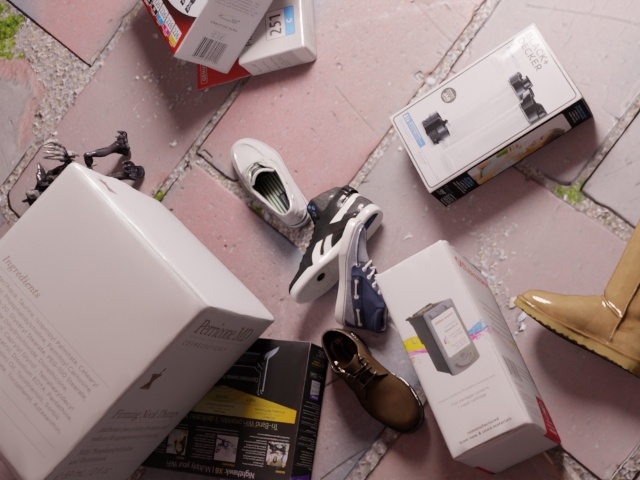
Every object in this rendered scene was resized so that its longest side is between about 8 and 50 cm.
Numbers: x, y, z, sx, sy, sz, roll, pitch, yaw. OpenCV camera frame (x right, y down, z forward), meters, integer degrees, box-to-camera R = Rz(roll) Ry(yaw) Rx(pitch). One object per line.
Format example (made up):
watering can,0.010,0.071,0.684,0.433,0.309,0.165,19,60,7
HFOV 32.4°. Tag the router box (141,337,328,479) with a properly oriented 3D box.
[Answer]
router box,-0.152,0.288,1.895,0.308,0.081,0.243,3,76,27

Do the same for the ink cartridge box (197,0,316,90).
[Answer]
ink cartridge box,-0.144,-0.460,2.125,0.261,0.066,0.296,-12,70,22

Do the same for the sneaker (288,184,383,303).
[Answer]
sneaker,0.000,0.000,1.917,0.217,0.079,0.121,-48,57,-3

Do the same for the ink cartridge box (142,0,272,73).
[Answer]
ink cartridge box,-0.211,-0.521,2.066,0.272,0.130,0.309,-54,47,25

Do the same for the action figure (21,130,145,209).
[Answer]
action figure,-0.492,-0.121,2.152,0.275,0.141,0.164,-24,67,14

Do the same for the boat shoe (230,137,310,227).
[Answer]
boat shoe,-0.096,-0.117,1.992,0.083,0.076,0.226,-48,61,5

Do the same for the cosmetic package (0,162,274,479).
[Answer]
cosmetic package,-0.356,0.146,1.767,0.327,0.329,0.394,45,95,17

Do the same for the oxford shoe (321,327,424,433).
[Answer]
oxford shoe,0.075,0.229,1.796,0.227,0.096,0.083,42,93,28

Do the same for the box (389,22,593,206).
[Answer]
box,0.280,-0.207,1.830,0.290,0.087,0.169,-31,64,15

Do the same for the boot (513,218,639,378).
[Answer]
boot,0.458,0.043,1.675,0.236,0.089,0.270,29,89,19

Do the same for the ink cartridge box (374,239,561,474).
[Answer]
ink cartridge box,0.225,0.181,1.662,0.131,0.226,0.306,-30,63,14

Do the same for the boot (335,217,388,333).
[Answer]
boot,0.079,0.059,1.837,0.086,0.069,0.190,12,112,23
